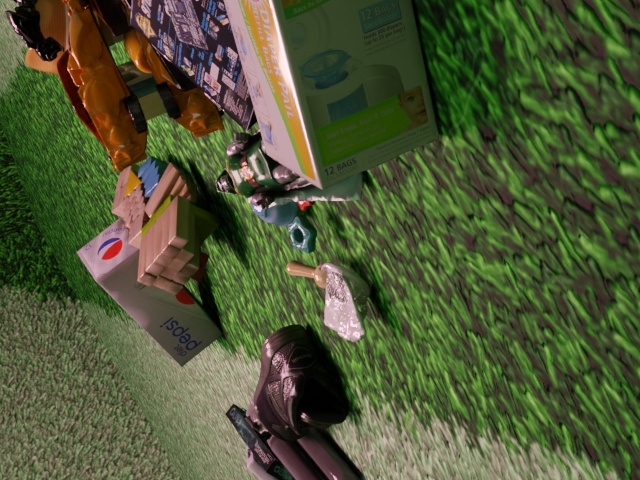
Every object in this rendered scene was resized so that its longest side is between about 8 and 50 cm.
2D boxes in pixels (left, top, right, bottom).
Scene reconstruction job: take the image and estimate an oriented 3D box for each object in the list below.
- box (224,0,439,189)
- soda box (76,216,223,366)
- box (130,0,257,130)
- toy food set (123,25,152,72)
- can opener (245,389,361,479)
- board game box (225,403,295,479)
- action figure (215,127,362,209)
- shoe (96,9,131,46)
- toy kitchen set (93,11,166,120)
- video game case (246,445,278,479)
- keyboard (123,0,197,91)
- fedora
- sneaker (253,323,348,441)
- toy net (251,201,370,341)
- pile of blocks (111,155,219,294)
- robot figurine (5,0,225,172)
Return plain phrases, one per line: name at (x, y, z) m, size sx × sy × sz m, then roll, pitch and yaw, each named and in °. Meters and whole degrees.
box at (0.002, -0.161, 0.868) m, size 0.103 × 0.114 × 0.203 m, roll 35°, pitch 145°, yaw 56°
soda box at (-0.280, 0.090, 1.894) m, size 0.091 × 0.098 × 0.286 m, roll 48°, pitch 174°, yaw 43°
box at (-0.107, -0.220, 1.115) m, size 0.175 × 0.051 × 0.220 m, roll 43°, pitch 160°, yaw 5°
toy food set at (-0.261, -0.323, 1.381) m, size 0.232 × 0.111 × 0.104 m, roll 44°, pitch -177°, yaw -36°
can opener at (-0.021, 0.301, 1.660) m, size 0.095 × 0.076 × 0.283 m, roll 37°, pitch -177°, yaw -40°
board game box at (-0.067, 0.329, 1.748) m, size 0.126 × 0.026 × 0.186 m, roll 38°, pitch -179°, yaw -31°
action figure at (-0.051, -0.079, 1.153) m, size 0.232 × 0.063 × 0.137 m, roll -19°, pitch 92°, yaw 62°
shoe at (-0.297, -0.377, 1.538) m, size 0.076 × 0.058 × 0.219 m, roll -105°, pitch 0°, yaw -72°
toy kitchen set at (-0.311, -0.260, 1.609) m, size 0.207 × 0.122 × 0.166 m, roll 32°, pitch 143°, yaw 59°
video game case at (-0.051, 0.377, 1.744) m, size 0.157 × 0.019 × 0.143 m, roll 42°, pitch 179°, yaw -5°
keyboard at (-0.158, -0.263, 1.249) m, size 0.192 × 0.100 × 0.038 m, roll 60°, pitch -155°, yaw -27°
fedora at (-0.347, -0.271, 1.484) m, size 0.194 × 0.079 × 0.194 m, roll 178°, pitch 90°, yaw -74°
sneaker at (-0.027, 0.226, 1.504) m, size 0.227 × 0.087 × 0.130 m, roll 98°, pitch 149°, yaw -48°
toy net at (0.000, 0.000, 1.216) m, size 0.232 × 0.045 × 0.122 m, roll 54°, pitch 141°, yaw 22°
pile of blocks at (-0.217, -0.039, 1.714) m, size 0.113 × 0.149 × 0.362 m, roll 26°, pitch -167°, yaw -27°
robot figurine at (-0.231, -0.236, 1.304) m, size 0.085 × 0.211 × 0.291 m, roll -117°, pitch 6°, yaw -64°
